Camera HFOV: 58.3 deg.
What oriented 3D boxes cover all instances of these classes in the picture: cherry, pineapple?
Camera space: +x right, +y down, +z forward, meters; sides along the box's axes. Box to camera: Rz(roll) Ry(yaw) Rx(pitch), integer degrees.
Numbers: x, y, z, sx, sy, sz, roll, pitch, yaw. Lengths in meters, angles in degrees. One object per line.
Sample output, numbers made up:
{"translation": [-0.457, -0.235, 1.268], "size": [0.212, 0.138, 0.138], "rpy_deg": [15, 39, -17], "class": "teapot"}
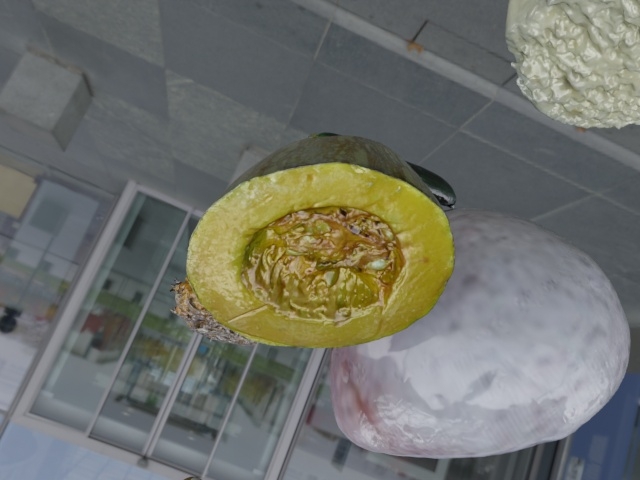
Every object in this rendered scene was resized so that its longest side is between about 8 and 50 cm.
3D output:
{"translation": [0.185, 0.118, 0.693], "size": [0.326, 0.335, 0.291], "rpy_deg": [10, 121, 34], "class": "cherry"}
{"translation": [-0.159, 0.126, 0.981], "size": [0.224, 0.076, 0.225], "rpy_deg": [7, 150, 4], "class": "pineapple"}

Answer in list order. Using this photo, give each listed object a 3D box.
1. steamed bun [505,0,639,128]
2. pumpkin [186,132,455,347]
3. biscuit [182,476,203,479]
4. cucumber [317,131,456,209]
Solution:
{"translation": [0.316, -0.241, 0.548], "size": [0.272, 0.273, 0.290], "rpy_deg": [-25, 150, 37], "class": "steamed bun"}
{"translation": [0.002, -0.008, 0.491], "size": [0.217, 0.110, 0.217], "rpy_deg": [2, 139, 1], "class": "pumpkin"}
{"translation": [-0.182, 0.370, 0.625], "size": [0.138, 0.205, 0.031], "rpy_deg": [54, 153, 8], "class": "biscuit"}
{"translation": [0.103, -0.102, 0.856], "size": [0.284, 0.056, 0.056], "rpy_deg": [17, 170, -33], "class": "cucumber"}
